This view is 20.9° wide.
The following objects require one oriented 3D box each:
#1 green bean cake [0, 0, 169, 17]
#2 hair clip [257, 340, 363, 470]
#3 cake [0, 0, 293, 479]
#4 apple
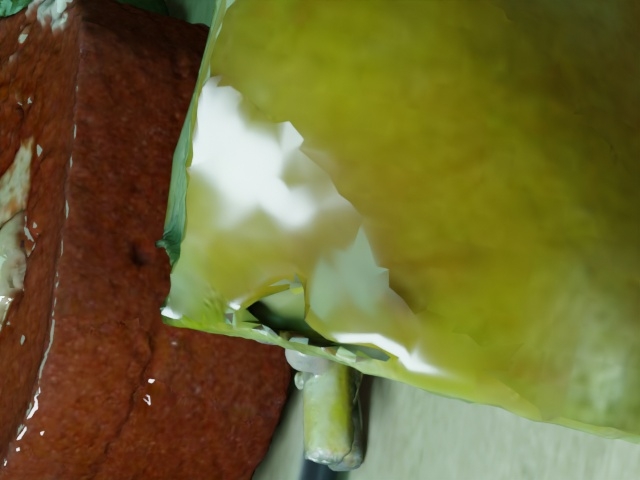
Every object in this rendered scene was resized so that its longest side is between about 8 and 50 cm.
[{"bbox_3d":[-0.188,-0.085,1.051,0.214,0.113,0.200,21,98,60],"label":"green bean cake"},{"bbox_3d":[-0.001,-0.002,0.770,0.056,0.062,0.214,66,-160,-68],"label":"hair clip"},{"bbox_3d":[-0.107,0.007,0.853,0.177,0.151,0.283,-37,45,53],"label":"cake"},{"bbox_3d":[0.030,-0.026,0.536,0.254,0.179,0.346,64,176,-4],"label":"apple"}]
